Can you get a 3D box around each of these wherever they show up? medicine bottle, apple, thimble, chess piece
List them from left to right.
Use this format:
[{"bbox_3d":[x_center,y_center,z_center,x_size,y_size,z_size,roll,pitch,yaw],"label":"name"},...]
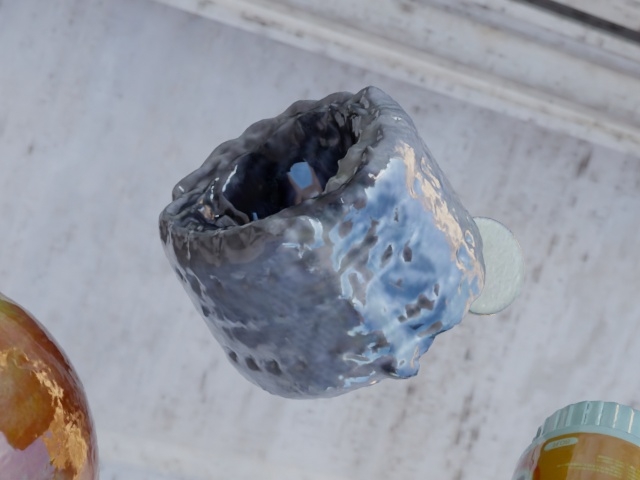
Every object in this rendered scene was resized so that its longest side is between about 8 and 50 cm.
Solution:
[{"bbox_3d":[-0.330,0.177,1.133,0.301,0.301,0.301,-46,-144,49],"label":"apple"},{"bbox_3d":[0.000,0.000,1.073,0.217,0.157,0.245,-39,-156,-9],"label":"thimble"},{"bbox_3d":[0.115,0.024,1.390,0.170,0.094,0.094,-1,-105,64],"label":"chess piece"},{"bbox_3d":[0.223,0.278,1.218,0.158,0.158,0.318,-60,179,32],"label":"medicine bottle"}]
